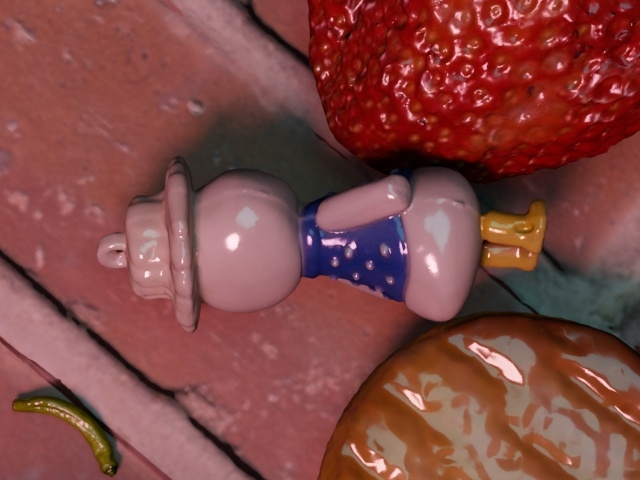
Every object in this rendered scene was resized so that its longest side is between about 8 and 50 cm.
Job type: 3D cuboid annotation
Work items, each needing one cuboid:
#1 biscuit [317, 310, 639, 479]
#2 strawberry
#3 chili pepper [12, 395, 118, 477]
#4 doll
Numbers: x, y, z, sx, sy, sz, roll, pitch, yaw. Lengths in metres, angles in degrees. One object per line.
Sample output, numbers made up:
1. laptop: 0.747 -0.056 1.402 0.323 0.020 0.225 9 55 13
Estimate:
1. biscuit: 0.143 0.158 1.310 0.274 0.091 0.213 25 75 0
2. strawberry: 0.129 -0.155 1.336 0.238 0.250 0.288 39 95 -31
3. chili pepper: -0.164 0.125 1.306 0.083 0.017 0.030 41 74 2
4. doll: 0.000 0.000 1.302 0.293 0.138 0.119 -3 64 -2
